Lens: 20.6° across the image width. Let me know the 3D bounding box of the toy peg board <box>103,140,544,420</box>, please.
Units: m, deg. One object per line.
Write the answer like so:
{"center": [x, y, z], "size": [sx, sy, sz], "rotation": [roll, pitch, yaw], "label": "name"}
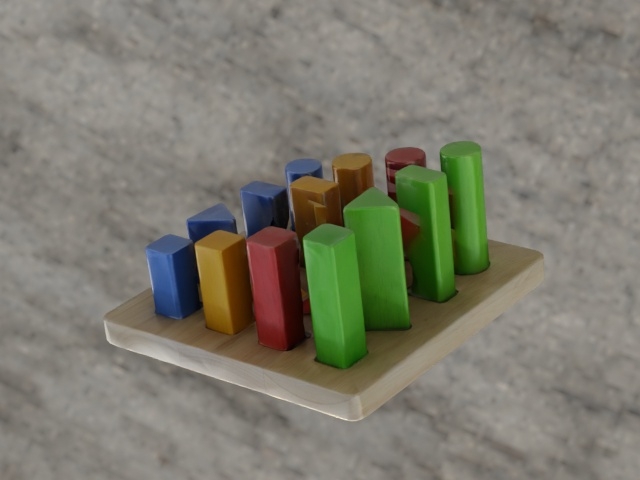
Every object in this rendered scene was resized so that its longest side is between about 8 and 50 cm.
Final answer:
{"center": [0.000, 0.000, 0.867], "size": [0.160, 0.161, 0.079], "rotation": [14, 122, 36], "label": "toy peg board"}
